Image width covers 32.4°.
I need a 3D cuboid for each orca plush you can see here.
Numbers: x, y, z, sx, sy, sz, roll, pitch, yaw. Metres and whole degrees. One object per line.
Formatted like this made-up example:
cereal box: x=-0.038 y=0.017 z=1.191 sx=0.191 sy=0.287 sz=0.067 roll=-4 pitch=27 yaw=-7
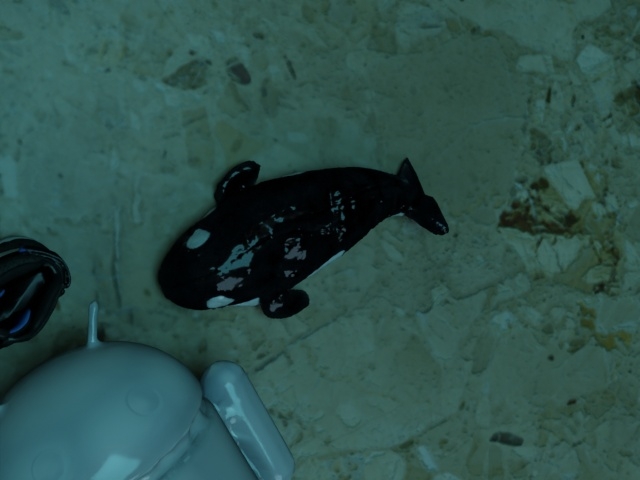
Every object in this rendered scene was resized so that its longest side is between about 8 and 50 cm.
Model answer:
orca plush: x=0.000 y=0.000 z=1.013 sx=0.287 sy=0.102 sz=0.151 roll=-5 pitch=97 yaw=-26

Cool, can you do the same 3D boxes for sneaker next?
sneaker: x=-0.292 y=0.077 z=0.863 sx=0.217 sy=0.121 sz=0.079 roll=-46 pitch=111 yaw=-16

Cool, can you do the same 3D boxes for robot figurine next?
robot figurine: x=-0.148 y=0.230 z=0.903 sx=0.300 sy=0.200 sz=0.353 roll=-40 pitch=111 yaw=-35
